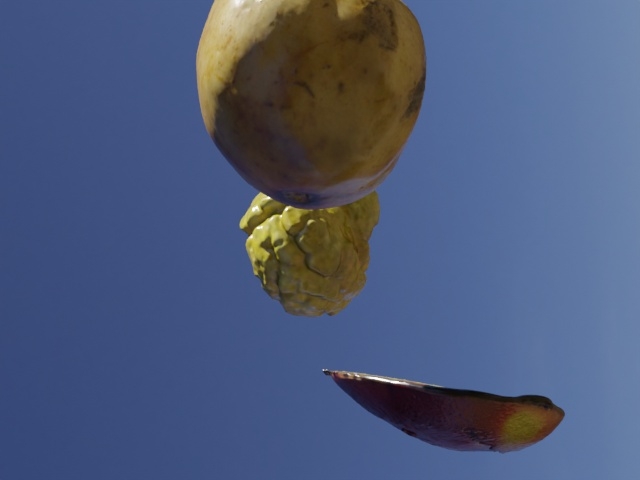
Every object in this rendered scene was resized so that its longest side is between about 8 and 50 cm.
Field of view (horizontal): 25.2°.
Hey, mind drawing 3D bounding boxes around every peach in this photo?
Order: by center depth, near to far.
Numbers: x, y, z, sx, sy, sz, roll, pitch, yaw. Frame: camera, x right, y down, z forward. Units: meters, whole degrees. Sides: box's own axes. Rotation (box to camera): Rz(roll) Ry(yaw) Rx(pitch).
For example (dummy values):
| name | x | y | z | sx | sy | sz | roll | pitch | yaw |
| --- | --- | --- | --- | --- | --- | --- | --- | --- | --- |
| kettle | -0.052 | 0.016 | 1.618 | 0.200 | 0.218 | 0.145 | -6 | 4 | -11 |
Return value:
| name | x | y | z | sx | sy | sz | roll | pitch | yaw |
| --- | --- | --- | --- | --- | --- | --- | --- | --- | --- |
| peach | 0.120 | 0.185 | 1.538 | 0.189 | 0.279 | 0.068 | 27 | -109 | -55 |

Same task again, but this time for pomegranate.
| name | x | y | z | sx | sy | sz | roll | pitch | yaw |
| --- | --- | --- | --- | --- | --- | --- | --- | --- | --- |
| pomegranate | -0.012 | -0.164 | 1.436 | 0.260 | 0.260 | 0.260 | -3 | -90 | -69 |

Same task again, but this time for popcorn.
| name | x | y | z | sx | sy | sz | roll | pitch | yaw |
| --- | --- | --- | --- | --- | --- | --- | --- | --- | --- |
| popcorn | 0.000 | 0.000 | 1.956 | 0.226 | 0.203 | 0.200 | 49 | -176 | -34 |
